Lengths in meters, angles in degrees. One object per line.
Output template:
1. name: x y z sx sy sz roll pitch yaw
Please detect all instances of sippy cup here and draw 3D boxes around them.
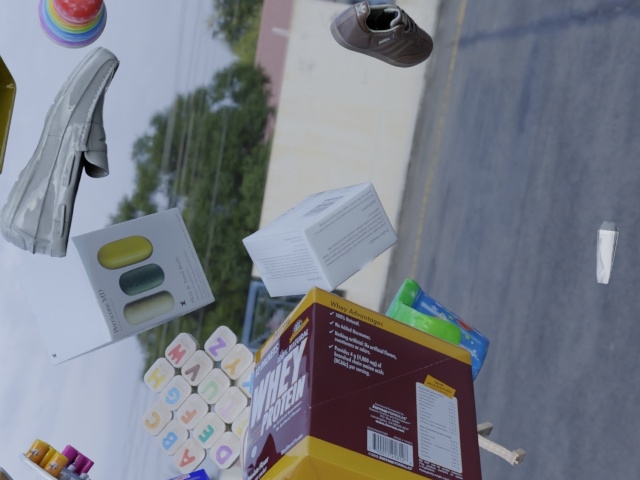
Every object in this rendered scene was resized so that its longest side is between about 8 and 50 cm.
1. sippy cup: 0.227 0.233 2.089 0.240 0.224 0.305 -63 -3 18

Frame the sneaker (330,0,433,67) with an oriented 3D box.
1. sneaker: 0.103 -0.288 1.363 0.071 0.188 0.066 -31 69 45

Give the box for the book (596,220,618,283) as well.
1. book: 0.521 0.020 1.794 0.144 0.035 0.096 -26 -59 -71

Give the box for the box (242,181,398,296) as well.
1. box: 0.000 0.000 1.682 0.182 0.181 0.119 -9 111 51

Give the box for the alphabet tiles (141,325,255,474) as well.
1. alphabet tiles: -0.240 0.327 2.024 0.278 0.284 0.021 -49 -26 3

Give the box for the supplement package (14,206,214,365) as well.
1. supplement package: -0.381 0.083 1.833 0.262 0.198 0.199 -20 -92 -50

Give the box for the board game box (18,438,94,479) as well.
1. board game box: -0.377 0.516 1.901 0.050 0.390 0.390 -55 -4 -14

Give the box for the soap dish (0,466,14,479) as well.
1. soap dish: -0.784 0.615 2.138 0.118 0.290 0.229 -100 -6 -46

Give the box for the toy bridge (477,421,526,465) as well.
1. toy bridge: 0.297 0.357 1.830 0.188 0.063 0.026 37 115 36

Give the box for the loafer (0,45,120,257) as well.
1. loafer: -0.354 -0.127 1.423 0.112 0.111 0.320 142 149 -78

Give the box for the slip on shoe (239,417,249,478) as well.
1. slip on shoe: -0.029 0.413 1.516 0.123 0.101 0.331 -23 -85 -48

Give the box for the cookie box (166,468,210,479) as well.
1. cookie box: -0.208 0.412 1.543 0.107 0.091 0.040 -143 43 -62

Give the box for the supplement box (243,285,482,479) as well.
1. supplement box: 0.040 0.184 0.959 0.129 0.191 0.194 -50 25 39

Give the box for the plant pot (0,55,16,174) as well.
1. plant pot: -0.565 -0.210 1.360 0.212 0.187 0.212 72 -173 -46

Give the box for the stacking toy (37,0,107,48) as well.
1. stacking toy: -0.467 -0.445 1.875 0.330 0.141 0.141 -154 73 -72
